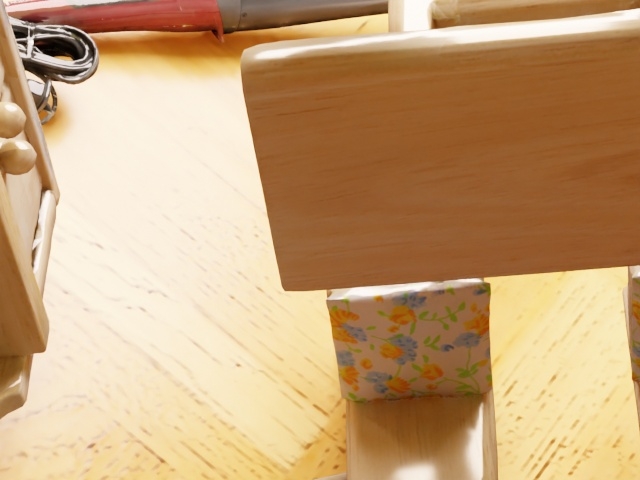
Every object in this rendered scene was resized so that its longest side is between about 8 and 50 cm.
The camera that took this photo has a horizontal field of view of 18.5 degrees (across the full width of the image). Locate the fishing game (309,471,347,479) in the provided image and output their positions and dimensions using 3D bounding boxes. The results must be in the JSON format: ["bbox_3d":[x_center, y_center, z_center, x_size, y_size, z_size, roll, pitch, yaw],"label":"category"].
[{"bbox_3d":[0.060,0.204,0.817,0.189,0.041,0.264,-10,53,-33],"label":"fishing game"}]

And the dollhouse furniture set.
[{"bbox_3d":[0.000,0.000,0.722,0.394,0.362,0.256,-5,44,6],"label":"dollhouse furniture set"}]

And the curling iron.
[{"bbox_3d":[-0.056,-0.105,0.979,0.274,0.035,0.068,-13,68,-29],"label":"curling iron"}]
